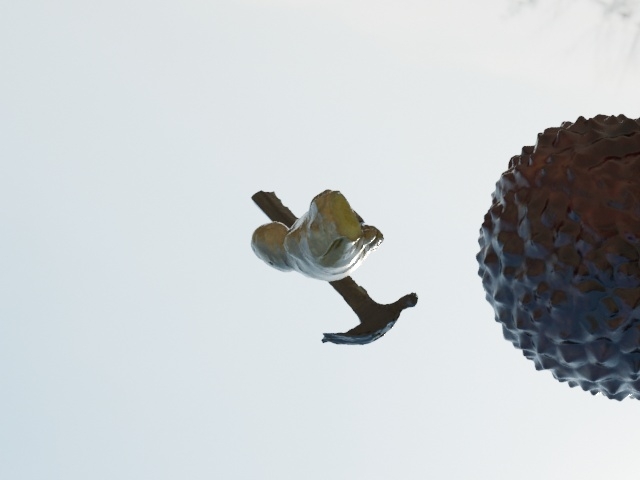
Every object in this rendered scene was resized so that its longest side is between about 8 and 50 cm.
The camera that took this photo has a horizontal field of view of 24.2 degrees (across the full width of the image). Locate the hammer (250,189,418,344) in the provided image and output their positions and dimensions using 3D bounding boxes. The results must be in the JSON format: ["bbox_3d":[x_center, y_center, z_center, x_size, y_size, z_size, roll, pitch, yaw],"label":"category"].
[{"bbox_3d":[-0.002,0.022,1.849,0.125,0.027,0.297,-34,-130,-8],"label":"hammer"}]

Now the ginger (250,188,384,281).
[{"bbox_3d":[0.010,0.003,1.468,0.115,0.081,0.205,29,166,-17],"label":"ginger"}]

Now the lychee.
[{"bbox_3d":[0.425,0.022,2.123,0.425,0.424,0.500,10,172,-16],"label":"lychee"}]
